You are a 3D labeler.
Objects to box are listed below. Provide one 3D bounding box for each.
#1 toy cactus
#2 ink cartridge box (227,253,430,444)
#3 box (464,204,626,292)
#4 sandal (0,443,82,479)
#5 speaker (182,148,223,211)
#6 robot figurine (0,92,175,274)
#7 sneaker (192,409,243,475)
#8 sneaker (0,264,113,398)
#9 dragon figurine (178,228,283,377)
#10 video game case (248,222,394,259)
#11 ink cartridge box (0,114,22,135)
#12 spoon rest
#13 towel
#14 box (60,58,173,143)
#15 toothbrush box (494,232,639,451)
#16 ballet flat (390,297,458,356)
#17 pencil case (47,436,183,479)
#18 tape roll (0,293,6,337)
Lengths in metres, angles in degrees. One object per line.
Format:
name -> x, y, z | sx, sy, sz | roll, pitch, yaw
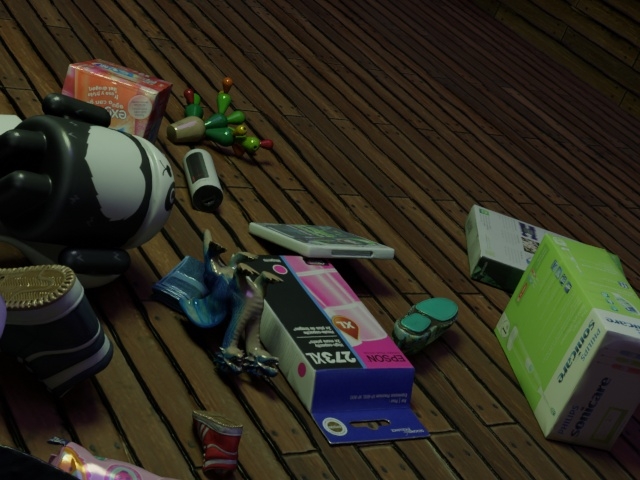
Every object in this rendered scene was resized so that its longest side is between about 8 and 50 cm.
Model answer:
toy cactus -> -0.210, -0.228, 2.115 | 0.181, 0.112, 0.219 | -20, 56, -41
ink cartridge box -> 0.009, 0.147, 1.602 | 0.176, 0.069, 0.371 | 3, 34, -34
box -> 0.438, 0.051, 2.118 | 0.322, 0.058, 0.232 | 19, 26, -4
sandal -> -0.228, 0.297, 0.993 | 0.446, 0.167, 0.107 | 21, -17, -3
speaker -> -0.206, -0.106, 1.919 | 0.055, 0.055, 0.136 | 11, 29, -21
robot figurine -> -0.325, -0.076, 1.490 | 0.174, 0.209, 0.278 | 27, 11, 39
sneaker -> -0.130, 0.246, 1.339 | 0.042, 0.067, 0.118 | 6, 0, -25
sneaker -> -0.376, 0.108, 1.346 | 0.282, 0.153, 0.099 | 1, 42, 34
dragon figurine -> -0.140, 0.084, 1.553 | 0.085, 0.144, 0.289 | 19, 13, -42
video game case -> 0.000, 0.000, 1.840 | 0.173, 0.022, 0.190 | 3, 10, -35
ink cartridge box -> -0.520, -0.091, 1.531 | 0.219, 0.160, 0.092 | -3, 36, -43
spoon rest -> -0.396, 0.018, 1.508 | 0.276, 0.084, 0.137 | -2, 35, -39
towel -> -0.197, 0.065, 1.631 | 0.067, 0.029, 0.119 | 27, 26, 8
box -> -0.341, -0.202, 1.806 | 0.142, 0.154, 0.300 | 18, 10, -6
toothbrush box -> 0.401, 0.154, 1.722 | 0.122, 0.206, 0.283 | 15, 26, -16
ballet flat -> 0.158, 0.138, 1.728 | 0.070, 0.070, 0.188 | 34, 24, 22
pencil case -> -0.156, 0.295, 1.127 | 0.284, 0.124, 0.124 | 18, 26, -5
tape roll -> -0.449, 0.092, 1.210 | 0.189, 0.080, 0.189 | -14, 44, 13
